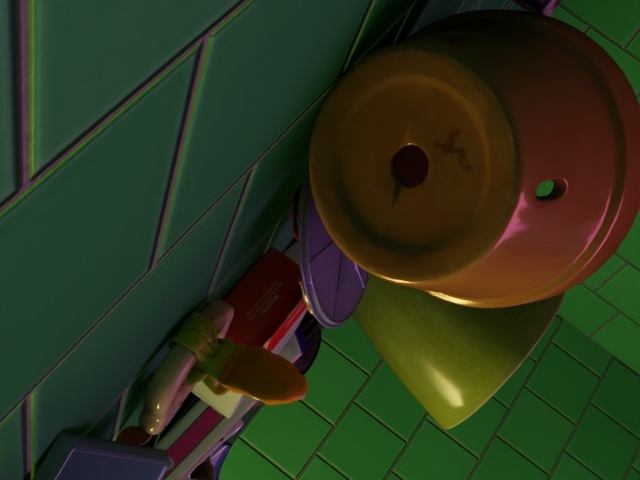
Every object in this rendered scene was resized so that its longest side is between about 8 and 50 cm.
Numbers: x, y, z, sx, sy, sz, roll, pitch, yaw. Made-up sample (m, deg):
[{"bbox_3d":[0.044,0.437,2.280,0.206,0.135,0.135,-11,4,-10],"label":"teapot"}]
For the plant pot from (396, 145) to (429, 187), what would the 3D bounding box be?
[{"bbox_3d":[0.146,-0.101,1.110,0.284,0.191,0.284,-53,175,-7],"label":"plant pot"}]

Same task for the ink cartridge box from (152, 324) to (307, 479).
[{"bbox_3d":[-0.112,0.207,1.315,0.371,0.069,0.176,-48,176,-2],"label":"ink cartridge box"}]

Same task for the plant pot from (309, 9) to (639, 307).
[{"bbox_3d":[0.123,-0.072,0.848,0.203,0.291,0.291,-9,139,-56],"label":"plant pot"}]

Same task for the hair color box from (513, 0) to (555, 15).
[{"bbox_3d":[0.222,-0.314,0.879,0.174,0.105,0.347,-54,175,16],"label":"hair color box"}]

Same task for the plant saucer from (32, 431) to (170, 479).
[{"bbox_3d":[-0.192,0.212,0.834,0.067,0.018,0.192,-60,156,-7],"label":"plant saucer"}]

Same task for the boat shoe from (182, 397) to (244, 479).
[{"bbox_3d":[-0.213,0.362,1.473,0.277,0.096,0.098,-56,174,26],"label":"boat shoe"}]

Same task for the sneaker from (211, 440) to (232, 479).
[{"bbox_3d":[-0.246,0.534,1.804,0.315,0.182,0.127,-53,176,-2],"label":"sneaker"}]

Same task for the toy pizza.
[{"bbox_3d":[0.011,-0.009,0.982,0.201,0.032,0.201,3,90,-68],"label":"toy pizza"}]

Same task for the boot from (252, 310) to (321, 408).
[{"bbox_3d":[-0.044,0.181,1.682,0.263,0.091,0.229,-44,170,-44],"label":"boot"}]

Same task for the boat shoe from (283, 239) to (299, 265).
[{"bbox_3d":[0.000,0.000,1.232,0.184,0.066,0.063,-63,173,3],"label":"boat shoe"}]

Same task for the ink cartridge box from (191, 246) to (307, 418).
[{"bbox_3d":[-0.078,0.102,1.090,0.134,0.078,0.231,-51,174,-34],"label":"ink cartridge box"}]

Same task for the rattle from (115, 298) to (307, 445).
[{"bbox_3d":[-0.114,0.169,0.954,0.130,0.142,0.200,-85,-159,-65],"label":"rattle"}]

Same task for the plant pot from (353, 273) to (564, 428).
[{"bbox_3d":[0.159,0.078,1.390,0.275,0.293,0.275,-49,178,-3],"label":"plant pot"}]
